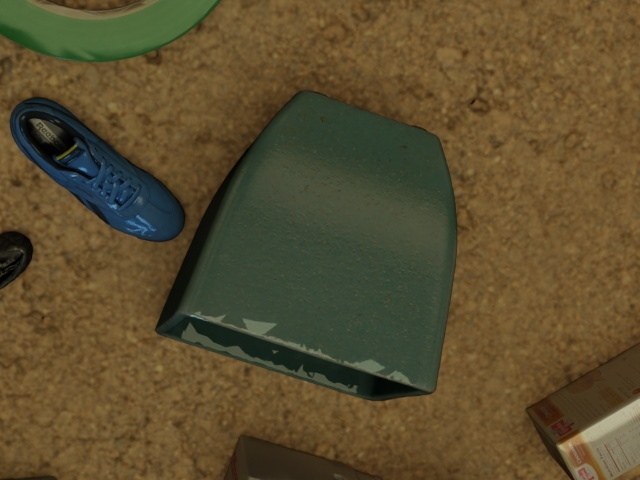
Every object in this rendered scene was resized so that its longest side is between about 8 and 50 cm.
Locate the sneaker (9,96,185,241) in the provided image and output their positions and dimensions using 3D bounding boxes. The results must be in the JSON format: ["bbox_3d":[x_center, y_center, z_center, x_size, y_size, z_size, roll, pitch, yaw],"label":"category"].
[{"bbox_3d":[-0.225,-0.065,1.600,0.209,0.082,0.069,39,92,-12],"label":"sneaker"}]

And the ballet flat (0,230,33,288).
[{"bbox_3d":[-0.366,0.050,1.619,0.173,0.049,0.057,-40,100,2],"label":"ballet flat"}]

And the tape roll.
[{"bbox_3d":[-0.224,-0.337,1.557,0.321,0.077,0.321,-1,100,-6],"label":"tape roll"}]

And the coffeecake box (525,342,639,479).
[{"bbox_3d":[0.323,0.174,1.664,0.185,0.142,0.068,-30,101,0],"label":"coffeecake box"}]

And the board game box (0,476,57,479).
[{"bbox_3d":[-0.377,0.410,1.654,0.224,0.097,0.303,-3,99,-6],"label":"board game box"}]

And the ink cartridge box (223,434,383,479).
[{"bbox_3d":[-0.039,0.348,1.641,0.168,0.171,0.233,19,96,-9],"label":"ink cartridge box"}]

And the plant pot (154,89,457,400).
[{"bbox_3d":[0.000,0.000,1.561,0.247,0.248,0.252,18,79,-9],"label":"plant pot"}]
